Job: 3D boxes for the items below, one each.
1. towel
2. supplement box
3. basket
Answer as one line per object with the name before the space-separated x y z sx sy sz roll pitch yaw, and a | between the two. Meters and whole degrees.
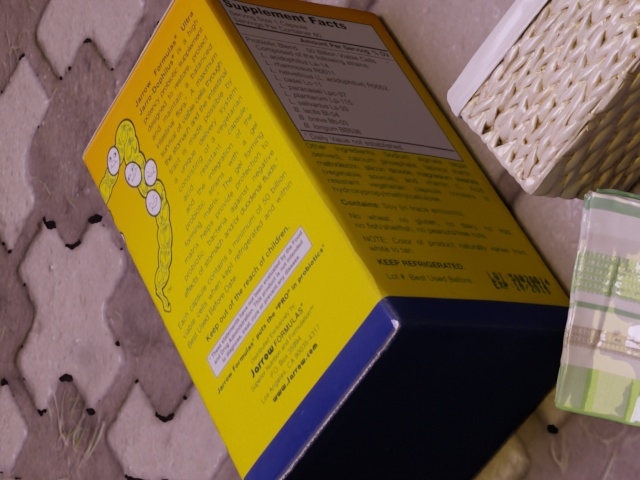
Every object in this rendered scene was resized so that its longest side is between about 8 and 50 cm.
towel | 0.214 0.048 1.140 0.113 0.023 0.152 12 97 27
supplement box | 0.000 0.000 1.293 0.195 0.194 0.356 -54 49 31
basket | 0.185 -0.114 1.152 0.167 0.113 0.103 -54 52 32
